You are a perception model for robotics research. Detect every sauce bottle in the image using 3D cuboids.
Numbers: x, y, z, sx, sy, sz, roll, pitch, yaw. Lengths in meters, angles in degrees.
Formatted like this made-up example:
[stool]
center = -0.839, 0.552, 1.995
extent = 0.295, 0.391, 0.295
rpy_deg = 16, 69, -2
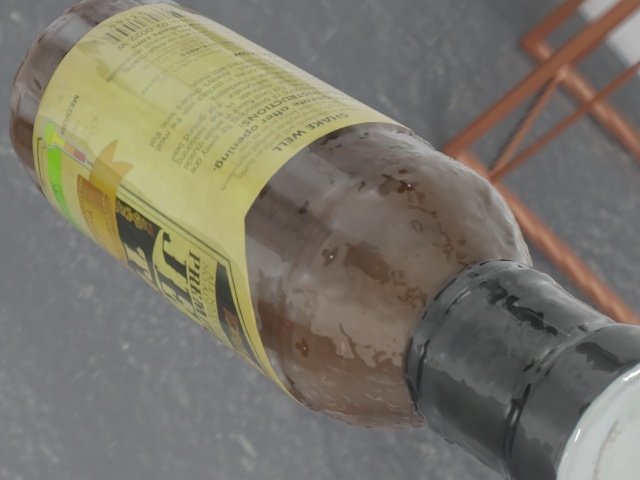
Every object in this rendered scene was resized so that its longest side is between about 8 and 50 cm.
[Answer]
[sauce bottle]
center = 0.000, 0.000, 0.680
extent = 0.111, 0.111, 0.344
rpy_deg = -6, 25, -35
